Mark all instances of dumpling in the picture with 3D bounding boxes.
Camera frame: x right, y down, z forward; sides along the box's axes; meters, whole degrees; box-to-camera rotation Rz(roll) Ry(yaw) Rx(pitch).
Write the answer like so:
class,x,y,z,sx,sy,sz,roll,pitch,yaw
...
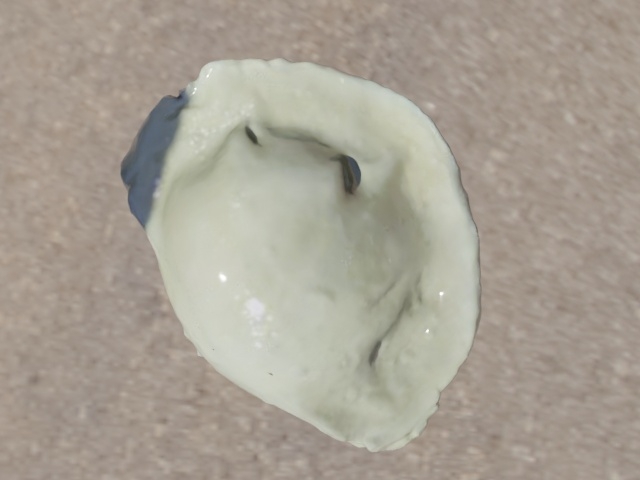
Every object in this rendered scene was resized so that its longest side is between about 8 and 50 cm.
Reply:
class,x,y,z,sx,sy,sz,roll,pitch,yaw
dumpling,0.002,0.001,0.840,0.155,0.181,0.111,-45,27,13
